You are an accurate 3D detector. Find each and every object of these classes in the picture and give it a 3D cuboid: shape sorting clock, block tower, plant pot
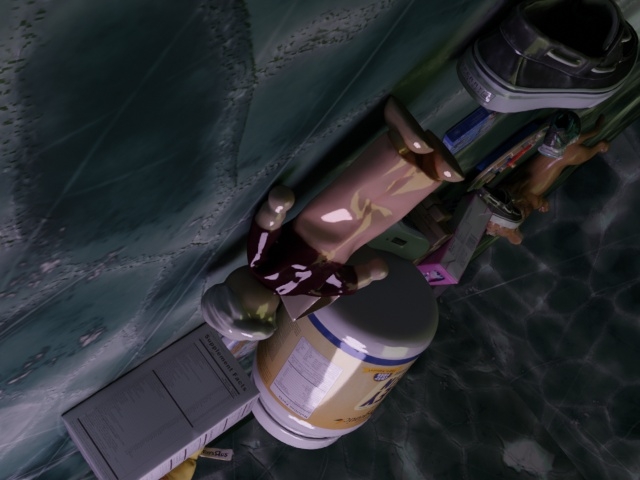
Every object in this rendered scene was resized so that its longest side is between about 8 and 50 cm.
[{"bbox_3d":[0.380,-0.164,1.613,0.206,0.040,0.206,-36,168,-8],"label":"shape sorting clock"},{"bbox_3d":[0.101,0.050,1.486,0.335,0.091,0.097,-41,167,16],"label":"block tower"},{"bbox_3d":[-0.005,0.028,1.054,0.109,0.096,0.109,-43,168,29],"label":"plant pot"}]

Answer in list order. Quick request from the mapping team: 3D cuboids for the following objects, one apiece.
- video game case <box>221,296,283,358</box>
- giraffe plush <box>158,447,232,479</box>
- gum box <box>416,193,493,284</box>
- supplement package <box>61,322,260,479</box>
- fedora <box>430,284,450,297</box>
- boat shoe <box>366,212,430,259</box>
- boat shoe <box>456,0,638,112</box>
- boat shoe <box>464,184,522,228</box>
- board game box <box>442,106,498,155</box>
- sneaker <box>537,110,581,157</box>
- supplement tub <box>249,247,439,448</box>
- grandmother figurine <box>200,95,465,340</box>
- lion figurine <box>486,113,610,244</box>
[{"bbox_3d":[-0.111,0.155,1.419,0.212,0.023,0.193,-43,168,24],"label":"video game case"},{"bbox_3d":[-0.258,0.316,1.306,0.210,0.181,0.170,-8,138,-6],"label":"giraffe plush"},{"bbox_3d":[0.246,0.004,1.550,0.107,0.062,0.188,-11,-139,54],"label":"gum box"},{"bbox_3d":[-0.228,0.254,1.161,0.244,0.139,0.134,-32,166,-23],"label":"supplement package"},{"bbox_3d":[0.135,0.097,1.687,0.275,0.124,0.244,-20,159,-31],"label":"fedora"},{"bbox_3d":[0.094,-0.031,1.232,0.065,0.083,0.183,-42,141,18],"label":"boat shoe"},{"bbox_3d":[0.298,-0.224,0.915,0.335,0.121,0.119,-24,167,-42],"label":"boat shoe"},{"bbox_3d":[0.414,-0.082,1.836,0.219,0.078,0.070,11,124,-47],"label":"boat shoe"},{"bbox_3d":[0.220,-0.162,1.182,0.090,0.020,0.090,-37,170,-5],"label":"board game box"},{"bbox_3d":[0.509,-0.237,1.655,0.166,0.065,0.076,-49,155,-44],"label":"sneaker"},{"bbox_3d":[0.025,0.173,1.292,0.228,0.228,0.316,-25,154,-47],"label":"supplement tub"},{"bbox_3d":[0.000,0.000,0.905,0.342,0.208,0.104,-39,-147,18],"label":"grandmother figurine"},{"bbox_3d":[0.563,-0.168,2.002,0.392,0.142,0.240,-57,155,18],"label":"lion figurine"}]
